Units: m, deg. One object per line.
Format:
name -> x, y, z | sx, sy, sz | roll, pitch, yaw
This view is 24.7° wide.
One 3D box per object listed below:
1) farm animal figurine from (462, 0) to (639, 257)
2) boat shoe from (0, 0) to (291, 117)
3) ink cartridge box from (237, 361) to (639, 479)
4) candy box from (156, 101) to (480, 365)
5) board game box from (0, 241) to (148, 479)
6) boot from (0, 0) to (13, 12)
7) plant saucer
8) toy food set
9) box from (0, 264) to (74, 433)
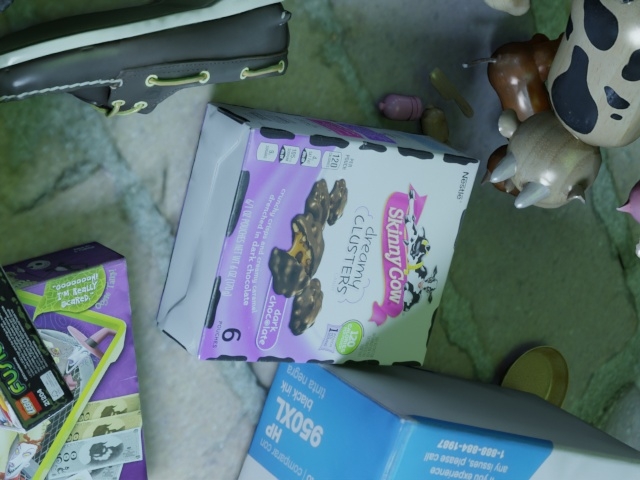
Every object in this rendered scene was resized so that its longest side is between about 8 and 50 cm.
farm animal figurine -> 0.214, -0.079, 0.997 | 0.172, 0.330, 0.327 | -35, 141, -28
boat shoe -> -0.111, -0.113, 0.917 | 0.227, 0.081, 0.069 | -20, 112, -33
ink cartridge box -> 0.055, 0.306, 1.124 | 0.285, 0.166, 0.395 | 16, 97, -38
candy box -> 0.000, 0.000, 1.035 | 0.196, 0.070, 0.165 | 5, 106, -34
board game box -> -0.271, 0.142, 0.908 | 0.346, 0.056, 0.208 | -16, 118, -32
boot -> -0.170, -0.300, 0.774 | 0.348, 0.131, 0.260 | -43, 120, -5
plant saucer -> 0.180, 0.128, 1.261 | 0.083, 0.015, 0.083 | -12, 112, -33
toy food set -> 0.058, -0.071, 1.101 | 0.122, 0.019, 0.078 | -48, 128, -4
box -> -0.220, 0.009, 0.818 | 0.036, 0.114, 0.207 | -34, 105, -29
